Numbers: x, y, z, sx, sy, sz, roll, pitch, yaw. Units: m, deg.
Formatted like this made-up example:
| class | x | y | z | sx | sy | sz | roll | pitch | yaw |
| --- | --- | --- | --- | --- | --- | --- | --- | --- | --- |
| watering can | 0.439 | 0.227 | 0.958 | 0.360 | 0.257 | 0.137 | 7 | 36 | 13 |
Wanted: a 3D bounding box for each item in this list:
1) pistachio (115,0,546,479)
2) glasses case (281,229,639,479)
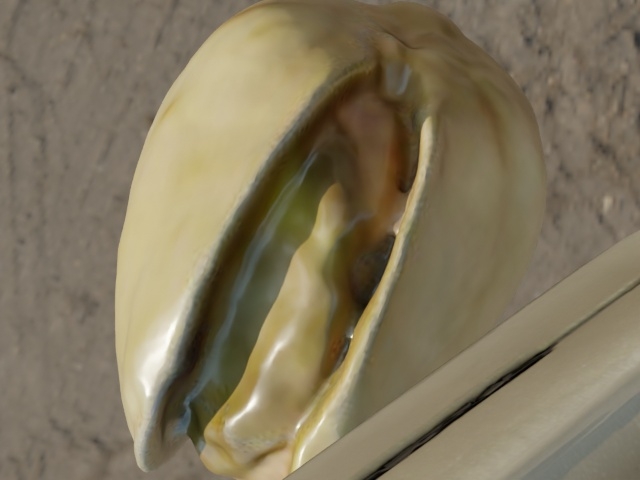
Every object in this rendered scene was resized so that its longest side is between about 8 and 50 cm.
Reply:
| class | x | y | z | sx | sy | sz | roll | pitch | yaw |
| --- | --- | --- | --- | --- | --- | --- | --- | --- | --- |
| pistachio | 0.000 | 0.000 | 0.979 | 0.229 | 0.321 | 0.238 | 21 | 155 | 7 |
| glasses case | 0.022 | 0.123 | 0.365 | 0.076 | 0.336 | 0.144 | -8 | 112 | 56 |
